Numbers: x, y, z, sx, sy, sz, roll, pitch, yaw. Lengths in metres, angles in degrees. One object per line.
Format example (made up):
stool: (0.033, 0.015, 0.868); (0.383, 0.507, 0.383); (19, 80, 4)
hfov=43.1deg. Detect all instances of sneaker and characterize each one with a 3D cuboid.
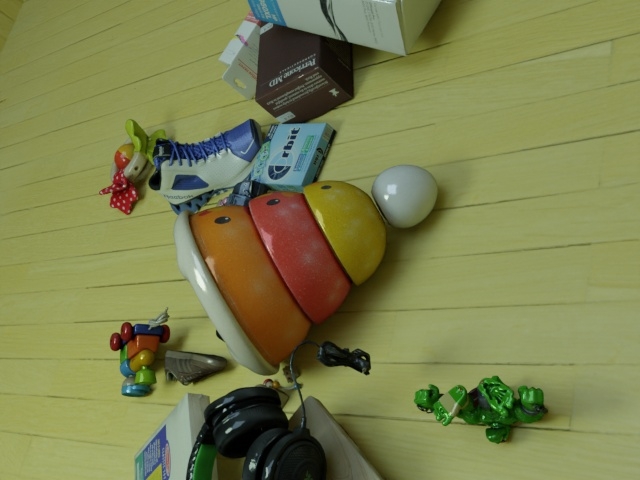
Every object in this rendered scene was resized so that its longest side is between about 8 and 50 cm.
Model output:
sneaker: (-0.295, -0.187, 1.932); (0.315, 0.182, 0.127); (-34, 48, 22)
sneaker: (-0.264, 0.274, 1.714); (0.188, 0.066, 0.071); (-1, 81, 48)
sneaker: (-0.140, -0.049, 1.775); (0.226, 0.086, 0.163); (15, 76, 45)

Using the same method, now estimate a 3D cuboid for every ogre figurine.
ogre figurine: (0.253, 0.245, 1.205); (0.197, 0.118, 0.097); (-30, 52, 27)

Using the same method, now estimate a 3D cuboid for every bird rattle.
bird rattle: (-0.515, -0.206, 2.227); (0.253, 0.143, 0.207); (-64, 29, 10)

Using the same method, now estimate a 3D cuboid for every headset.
headset: (-0.067, 0.333, 1.319); (0.243, 0.185, 0.394); (41, 106, 42)

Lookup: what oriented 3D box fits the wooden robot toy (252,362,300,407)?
wooden robot toy: (-0.113, 0.298, 1.535); (0.076, 0.079, 0.173); (30, 86, 48)

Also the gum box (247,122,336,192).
gum box: (-0.067, -0.188, 1.828); (0.184, 0.041, 0.157); (7, 70, 46)

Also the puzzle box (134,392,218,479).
puzzle box: (-0.264, 0.522, 1.489); (0.272, 0.052, 0.409); (-50, 38, 37)

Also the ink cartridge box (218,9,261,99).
ink cartridge box: (-0.175, -0.469, 2.049); (0.067, 0.115, 0.198); (31, 87, 47)

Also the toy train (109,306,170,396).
toy train: (-0.376, 0.247, 1.750); (0.248, 0.105, 0.143); (-36, 53, 53)

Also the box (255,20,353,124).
box: (-0.036, -0.472, 1.911); (0.191, 0.143, 0.381); (-22, 54, 31)

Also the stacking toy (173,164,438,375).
stacking toy: (0.000, 0.000, 1.518); (0.480, 0.350, 0.350); (-30, 45, 1)

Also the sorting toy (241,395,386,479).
sorting toy: (-0.007, 0.441, 1.341); (0.255, 0.089, 0.257); (-52, 42, 4)

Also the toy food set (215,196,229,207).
toy food set: (-0.219, -0.068, 1.908); (0.122, 0.019, 0.078); (14, 75, 46)

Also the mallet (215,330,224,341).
mallet: (-0.147, 0.137, 1.705); (0.062, 0.039, 0.189); (29, 82, 48)

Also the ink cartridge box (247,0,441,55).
ink cartridge box: (0.065, -0.587, 1.738); (0.395, 0.166, 0.285); (21, 67, 25)
